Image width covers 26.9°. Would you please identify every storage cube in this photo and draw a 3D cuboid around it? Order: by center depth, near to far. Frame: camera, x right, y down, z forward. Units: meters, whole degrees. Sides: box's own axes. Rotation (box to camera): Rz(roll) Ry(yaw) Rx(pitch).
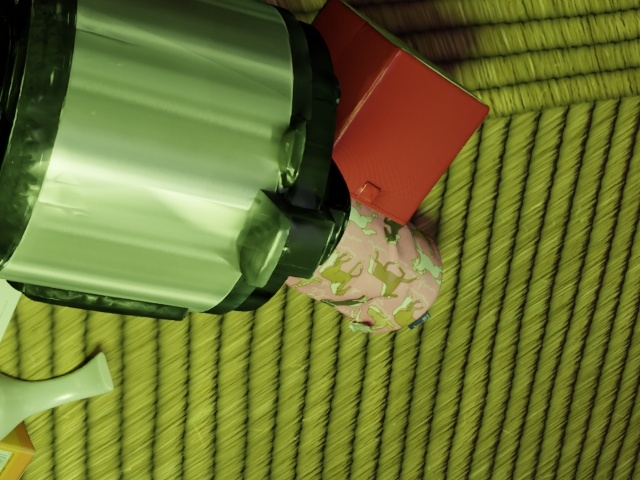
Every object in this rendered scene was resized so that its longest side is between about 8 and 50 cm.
[{"bbox_3d":[0.062,-0.167,1.728,0.215,0.184,0.193,28,103,-40],"label":"storage cube"}]

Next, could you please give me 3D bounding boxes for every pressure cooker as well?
[{"bbox_3d":[-0.168,-0.105,1.471,0.420,0.375,0.370,11,70,-26],"label":"pressure cooker"}]

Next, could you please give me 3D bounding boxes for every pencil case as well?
[{"bbox_3d":[0.000,0.000,1.827,0.160,0.167,0.386,-21,144,36],"label":"pencil case"}]

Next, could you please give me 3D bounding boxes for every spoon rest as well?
[{"bbox_3d":[-0.413,0.206,1.752,0.276,0.137,0.084,-7,161,-35],"label":"spoon rest"}]

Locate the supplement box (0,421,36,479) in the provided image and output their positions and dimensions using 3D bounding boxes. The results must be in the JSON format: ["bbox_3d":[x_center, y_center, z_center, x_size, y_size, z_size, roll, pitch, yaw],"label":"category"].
[{"bbox_3d":[-0.496,0.259,1.754,0.233,0.078,0.080,25,109,-39],"label":"supplement box"}]

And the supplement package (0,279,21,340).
[{"bbox_3d":[-0.517,0.073,1.487,0.262,0.199,0.198,35,68,-41],"label":"supplement package"}]
